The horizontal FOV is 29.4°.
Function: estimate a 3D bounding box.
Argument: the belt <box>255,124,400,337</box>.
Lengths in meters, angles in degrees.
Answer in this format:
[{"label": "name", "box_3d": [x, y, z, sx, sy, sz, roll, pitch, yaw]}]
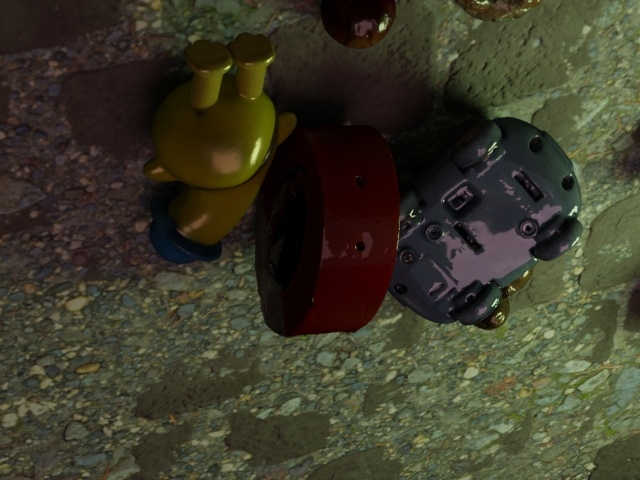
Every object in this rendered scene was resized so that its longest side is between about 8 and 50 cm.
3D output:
[{"label": "belt", "box_3d": [0.000, 0.000, 1.585, 0.115, 0.227, 0.324, -3, 134, -21]}]

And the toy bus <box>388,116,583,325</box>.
[{"label": "toy bus", "box_3d": [0.203, -0.041, 1.656, 0.294, 0.232, 0.197, -41, 101, 12]}]

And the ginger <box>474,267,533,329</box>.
[{"label": "ginger", "box_3d": [0.286, 0.045, 1.877, 0.080, 0.104, 0.204, 18, 110, -21]}]

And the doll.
[{"label": "doll", "box_3d": [-0.123, -0.096, 1.490, 0.199, 0.145, 0.363, -12, 146, -22]}]

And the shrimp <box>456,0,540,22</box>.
[{"label": "shrimp", "box_3d": [0.199, -0.311, 1.493, 0.190, 0.042, 0.101, 8, 138, -34]}]

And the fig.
[{"label": "fig", "box_3d": [0.047, -0.260, 1.453, 0.088, 0.089, 0.125, -25, 163, 0]}]
